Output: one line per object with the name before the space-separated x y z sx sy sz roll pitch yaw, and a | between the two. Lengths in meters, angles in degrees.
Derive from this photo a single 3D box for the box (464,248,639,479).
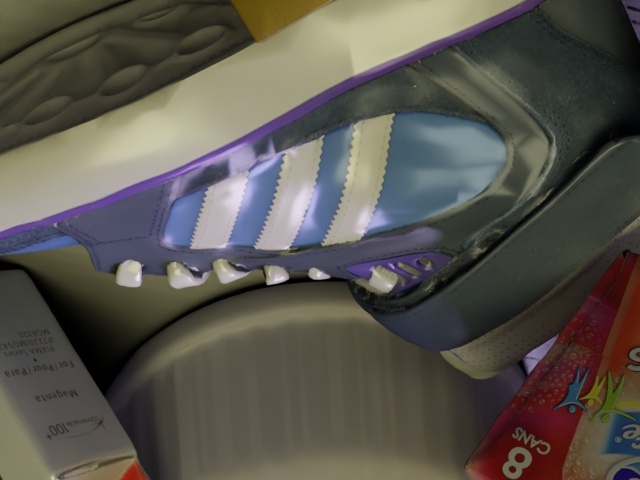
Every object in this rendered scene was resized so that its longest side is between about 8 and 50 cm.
box | 0.167 0.138 0.519 0.122 0.128 0.257 -49 146 -18

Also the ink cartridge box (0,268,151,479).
ink cartridge box | -0.179 0.192 0.598 0.060 0.239 0.275 -3 139 -52

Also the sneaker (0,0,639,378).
sneaker | 0.000 0.000 0.520 0.323 0.130 0.236 -22 121 5

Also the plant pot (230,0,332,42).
plant pot | 0.031 -0.205 0.301 0.212 0.212 0.187 -44 103 -18

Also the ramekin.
ramekin | 0.001 0.164 0.646 0.273 0.127 0.272 -2 126 -3
